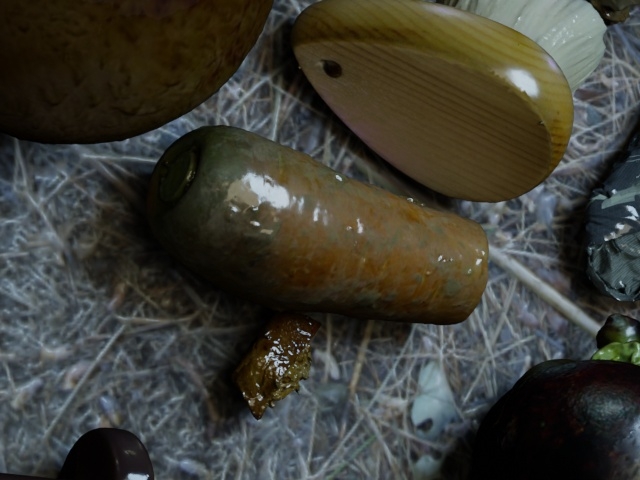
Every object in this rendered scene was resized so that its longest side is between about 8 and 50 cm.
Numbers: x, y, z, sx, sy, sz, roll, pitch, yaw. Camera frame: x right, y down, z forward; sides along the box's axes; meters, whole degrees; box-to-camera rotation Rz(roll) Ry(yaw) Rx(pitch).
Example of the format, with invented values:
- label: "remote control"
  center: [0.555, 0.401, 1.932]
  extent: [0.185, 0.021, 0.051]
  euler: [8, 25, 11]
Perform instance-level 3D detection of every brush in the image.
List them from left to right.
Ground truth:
- label: "brush"
  center: [0.111, -0.165, 1.306]
  extent: [0.266, 0.174, 0.166]
  euler: [27, 51, -5]

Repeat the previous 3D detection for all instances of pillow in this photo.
- label: "pillow"
  center: [0.367, -0.068, 1.469]
  extent: [0.161, 0.092, 0.335]
  euler: [41, 63, -12]

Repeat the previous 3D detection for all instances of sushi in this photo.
- label: "sushi"
  center: [-0.033, 0.101, 1.211]
  extent: [0.060, 0.061, 0.118]
  euler: [40, 61, -5]

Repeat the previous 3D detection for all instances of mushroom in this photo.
- label: "mushroom"
  center: [-0.182, -0.252, 1.124]
  extent: [0.334, 0.356, 0.331]
  euler: [-33, 102, 6]

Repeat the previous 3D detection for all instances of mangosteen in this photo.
- label: "mangosteen"
  center: [0.256, 0.178, 1.276]
  extent: [0.231, 0.231, 0.289]
  euler: [38, 55, -19]

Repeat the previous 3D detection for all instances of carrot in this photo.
- label: "carrot"
  center: [0.000, 0.000, 1.211]
  extent: [0.301, 0.138, 0.139]
  euler: [18, 71, -27]

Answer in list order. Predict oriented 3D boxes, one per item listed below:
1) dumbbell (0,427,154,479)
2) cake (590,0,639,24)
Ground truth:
- label: "dumbbell"
  center: [-0.238, 0.190, 1.031]
  extent: [0.225, 0.124, 0.140]
  euler: [11, 75, -29]
- label: "cake"
  center: [0.376, -0.432, 1.425]
  extent: [0.293, 0.306, 0.314]
  euler: [-41, 102, -32]
